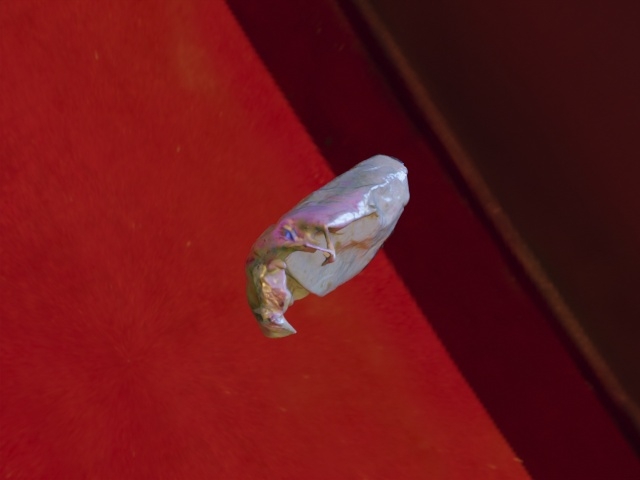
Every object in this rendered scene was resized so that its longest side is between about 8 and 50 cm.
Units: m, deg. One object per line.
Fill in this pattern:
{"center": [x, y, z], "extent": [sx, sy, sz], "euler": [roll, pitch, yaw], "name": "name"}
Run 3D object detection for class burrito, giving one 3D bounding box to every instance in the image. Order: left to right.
{"center": [0.000, 0.000, 1.216], "extent": [0.089, 0.229, 0.144], "euler": [33, 116, 15], "name": "burrito"}
